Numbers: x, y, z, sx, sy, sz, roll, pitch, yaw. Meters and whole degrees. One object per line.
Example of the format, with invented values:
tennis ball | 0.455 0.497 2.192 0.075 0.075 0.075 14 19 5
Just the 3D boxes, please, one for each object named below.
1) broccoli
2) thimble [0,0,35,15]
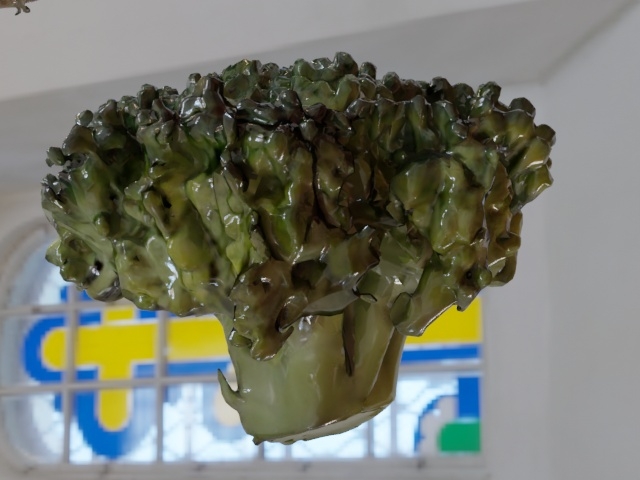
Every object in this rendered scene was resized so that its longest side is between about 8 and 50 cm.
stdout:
broccoli | -0.007 -0.024 1.007 0.272 0.324 0.334 54 -157 18
thimble | -0.345 -0.360 1.615 0.148 0.196 0.229 53 -171 12
